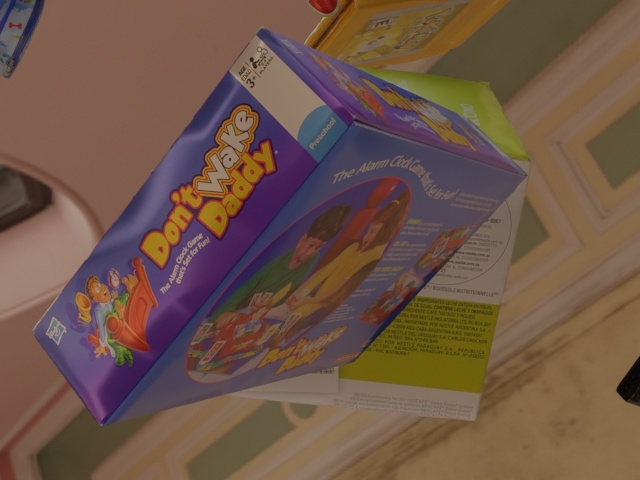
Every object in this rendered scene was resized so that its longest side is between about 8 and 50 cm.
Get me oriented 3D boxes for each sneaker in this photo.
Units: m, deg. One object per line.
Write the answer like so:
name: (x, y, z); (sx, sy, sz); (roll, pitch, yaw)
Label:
sneaker: (-0.007, -0.322, 1.049); (0.042, 0.067, 0.118); (-17, -100, -1)

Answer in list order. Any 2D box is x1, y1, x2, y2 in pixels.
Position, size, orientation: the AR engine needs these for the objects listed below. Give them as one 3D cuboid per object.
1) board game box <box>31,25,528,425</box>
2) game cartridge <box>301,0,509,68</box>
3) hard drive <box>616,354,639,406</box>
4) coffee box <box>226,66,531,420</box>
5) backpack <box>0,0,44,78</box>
board game box: (0.000, 0.000, 0.648); (0.078, 0.347, 0.233); (47, -72, 20)
game cartridge: (0.141, -0.353, 1.471); (0.285, 0.323, 0.053); (-35, -110, 66)
hard drive: (0.326, 0.111, 0.770); (0.094, 0.135, 0.022); (-60, -149, 17)
coffee box: (0.042, -0.021, 1.128); (0.338, 0.338, 0.334); (-85, -179, -67)
backpack: (-0.238, -0.179, 0.640); (0.114, 0.084, 0.105); (-46, -141, 47)
